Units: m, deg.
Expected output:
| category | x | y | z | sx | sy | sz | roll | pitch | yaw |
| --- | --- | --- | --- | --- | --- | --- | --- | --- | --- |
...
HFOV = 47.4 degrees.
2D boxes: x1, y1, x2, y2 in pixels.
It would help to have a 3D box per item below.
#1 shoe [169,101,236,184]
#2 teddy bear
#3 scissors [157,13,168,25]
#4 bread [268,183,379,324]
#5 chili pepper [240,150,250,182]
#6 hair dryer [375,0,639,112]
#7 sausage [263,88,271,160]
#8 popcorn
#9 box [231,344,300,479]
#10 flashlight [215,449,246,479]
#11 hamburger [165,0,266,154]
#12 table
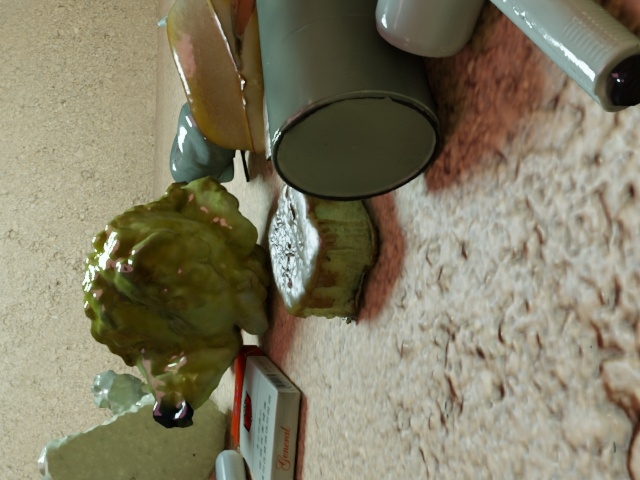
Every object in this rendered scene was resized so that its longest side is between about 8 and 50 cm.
| category | x | y | z | sx | sy | sz | roll | pitch | yaw |
| --- | --- | --- | --- | --- | --- | --- | --- | --- | --- |
| shoe | -0.184 | -0.129 | 1.089 | 0.103 | 0.100 | 0.251 | 55 | 173 | 7 |
| teddy bear | -0.334 | 0.390 | 1.304 | 0.362 | 0.375 | 0.328 | -27 | 91 | 50 |
| scissors | -0.198 | -0.412 | 1.252 | 0.383 | 0.029 | 0.256 | 30 | 111 | 52 |
| bread | 0.000 | 0.000 | 0.696 | 0.140 | 0.069 | 0.128 | -107 | 28 | -46 |
| chili pepper | -0.132 | -0.198 | 1.139 | 0.073 | 0.072 | 0.204 | -79 | 0 | -48 |
| hair dryer | 0.110 | -0.134 | 0.409 | 0.236 | 0.073 | 0.131 | -118 | 33 | -43 |
| sausage | -0.016 | -0.216 | 0.772 | 0.103 | 0.076 | 0.303 | -162 | 74 | -64 |
| popcorn | -0.189 | 0.052 | 1.015 | 0.237 | 0.292 | 0.293 | -43 | -30 | -57 |
| box | -0.077 | 0.229 | 0.956 | 0.245 | 0.035 | 0.139 | -160 | 73 | -71 |
| flashlight | -0.120 | 0.379 | 1.049 | 0.200 | 0.047 | 0.093 | -119 | 36 | -63 |
| hamburger | -0.099 | -0.216 | 0.898 | 0.237 | 0.147 | 0.237 | -13 | -90 | -86 |
| table | 0.014 | -0.155 | 0.581 | 0.126 | 0.126 | 0.220 | 119 | 149 | -54 |
